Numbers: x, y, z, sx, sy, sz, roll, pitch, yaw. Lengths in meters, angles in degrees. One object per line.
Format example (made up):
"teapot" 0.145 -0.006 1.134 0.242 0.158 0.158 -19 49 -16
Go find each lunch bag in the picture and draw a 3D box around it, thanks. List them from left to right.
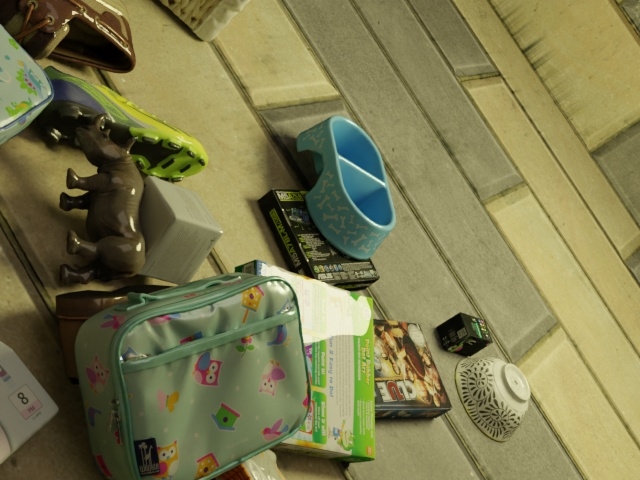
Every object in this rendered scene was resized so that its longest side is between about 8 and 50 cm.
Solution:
"lunch bag" -0.455 -0.214 1.198 0.219 0.090 0.176 48 31 -11
"lunch bag" -0.142 0.154 1.126 0.279 0.107 0.224 -17 108 -42

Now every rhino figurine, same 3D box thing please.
"rhino figurine" -0.277 -0.057 1.252 0.106 0.073 0.243 6 63 -26

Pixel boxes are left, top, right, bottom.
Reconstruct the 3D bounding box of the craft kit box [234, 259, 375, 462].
"craft kit box" -0.020 0.176 1.383 0.246 0.061 0.250 20 61 -40

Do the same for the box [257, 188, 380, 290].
"box" 0.000 0.000 1.652 0.190 0.045 0.184 -3 59 -55

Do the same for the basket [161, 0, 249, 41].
"basket" -0.184 -0.600 1.722 0.266 0.328 0.331 33 37 -24

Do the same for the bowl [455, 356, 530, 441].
"bowl" 0.334 0.277 1.801 0.170 0.080 0.170 34 35 -29

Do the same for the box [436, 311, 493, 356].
"box" 0.272 0.177 1.829 0.083 0.062 0.052 20 44 -44

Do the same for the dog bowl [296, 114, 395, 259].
"dog bowl" 0.050 -0.104 1.714 0.166 0.074 0.297 28 36 -34

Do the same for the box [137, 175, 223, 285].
"box" -0.205 -0.012 1.304 0.087 0.102 0.101 20 23 -44

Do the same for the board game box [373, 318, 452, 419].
"board game box" 0.107 0.210 1.594 0.243 0.042 0.165 10 52 -49

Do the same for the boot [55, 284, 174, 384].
"boot" -0.216 0.114 1.228 0.305 0.112 0.115 -5 95 -60

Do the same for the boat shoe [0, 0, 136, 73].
"boat shoe" -0.393 -0.312 1.354 0.342 0.123 0.123 16 46 -54

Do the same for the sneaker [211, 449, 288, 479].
"sneaker" -0.037 0.367 1.199 0.121 0.099 0.262 -9 68 -61

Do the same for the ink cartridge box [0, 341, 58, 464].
"ink cartridge box" -0.398 0.138 0.970 0.232 0.066 0.189 56 31 -6

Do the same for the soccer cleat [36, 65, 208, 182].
"soccer cleat" -0.277 -0.170 1.394 0.289 0.093 0.121 19 43 -43
